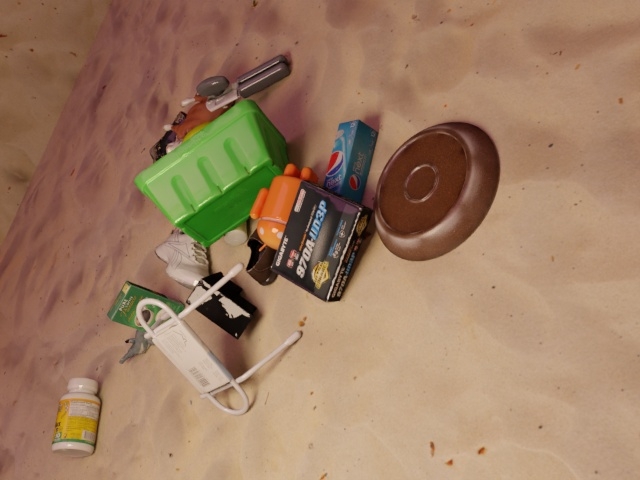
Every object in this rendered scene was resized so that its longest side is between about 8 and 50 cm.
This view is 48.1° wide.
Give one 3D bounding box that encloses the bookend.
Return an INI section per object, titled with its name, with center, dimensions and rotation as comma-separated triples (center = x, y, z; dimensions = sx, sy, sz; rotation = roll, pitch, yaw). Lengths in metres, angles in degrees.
[bookend]
center = -0.227, 0.156, 1.768
dimensions = 0.072, 0.156, 0.157
rotation = -56, -5, 9

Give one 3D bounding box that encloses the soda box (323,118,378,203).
[soda box]
center = 0.064, -0.165, 1.639
dimensions = 0.067, 0.071, 0.210
rotation = -3, 67, 47

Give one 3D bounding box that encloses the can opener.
[can opener]
center = -0.222, -0.455, 2.063
dimensions = 0.281, 0.093, 0.074
rotation = -20, 54, 15

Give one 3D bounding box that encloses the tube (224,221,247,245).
[tube]
center = -0.238, -0.093, 1.950
dimensions = 0.062, 0.070, 0.240
rotation = 96, 169, -48

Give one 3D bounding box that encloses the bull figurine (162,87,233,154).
[bull figurine]
center = -0.378, -0.348, 2.166
dimensions = 0.188, 0.101, 0.310
rotation = 8, 52, 40

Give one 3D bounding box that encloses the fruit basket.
[fruit basket]
center = -0.279, -0.213, 1.870
dimensions = 0.392, 0.283, 0.391
rotation = -8, 66, 19

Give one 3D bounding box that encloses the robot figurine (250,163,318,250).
[robot figurine]
center = -0.072, -0.068, 1.693
dimensions = 0.128, 0.158, 0.219
rotation = -10, 60, 69

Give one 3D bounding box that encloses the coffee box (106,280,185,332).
[coffee box]
center = -0.472, 0.189, 1.948
dimensions = 0.040, 0.184, 0.113
rotation = 33, 96, 50

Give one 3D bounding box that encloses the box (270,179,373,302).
[box]
center = 0.000, 0.000, 1.561
dimensions = 0.175, 0.051, 0.220
rotation = 29, 105, 33

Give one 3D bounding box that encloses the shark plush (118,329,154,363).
[shark plush]
center = -0.526, 0.286, 2.047
dimensions = 0.161, 0.067, 0.073
rotation = -40, 44, 26

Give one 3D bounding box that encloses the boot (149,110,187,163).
[boot]
center = -0.454, -0.301, 2.285
dimensions = 0.178, 0.085, 0.236
rotation = -52, 40, 10

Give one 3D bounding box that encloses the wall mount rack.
[wall mount rack]
center = -0.233, 0.219, 1.625
dimensions = 0.304, 0.350, 0.130
rotation = -30, 14, 37

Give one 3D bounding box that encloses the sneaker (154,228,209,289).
[sneaker]
center = -0.365, 0.045, 1.978
dimensions = 0.129, 0.111, 0.297
rotation = -53, 41, 4

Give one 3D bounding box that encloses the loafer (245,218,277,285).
[loafer]
center = -0.135, -0.002, 1.764
dimensions = 0.080, 0.078, 0.220
rotation = -17, 57, 42

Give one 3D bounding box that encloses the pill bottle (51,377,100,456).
[pill bottle]
center = -0.704, 0.511, 2.081
dimensions = 0.118, 0.118, 0.208
rotation = -25, 52, 38

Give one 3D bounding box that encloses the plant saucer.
[plant saucer]
center = 0.217, -0.110, 1.459
dimensions = 0.311, 0.050, 0.310
rotation = -24, 54, 38
